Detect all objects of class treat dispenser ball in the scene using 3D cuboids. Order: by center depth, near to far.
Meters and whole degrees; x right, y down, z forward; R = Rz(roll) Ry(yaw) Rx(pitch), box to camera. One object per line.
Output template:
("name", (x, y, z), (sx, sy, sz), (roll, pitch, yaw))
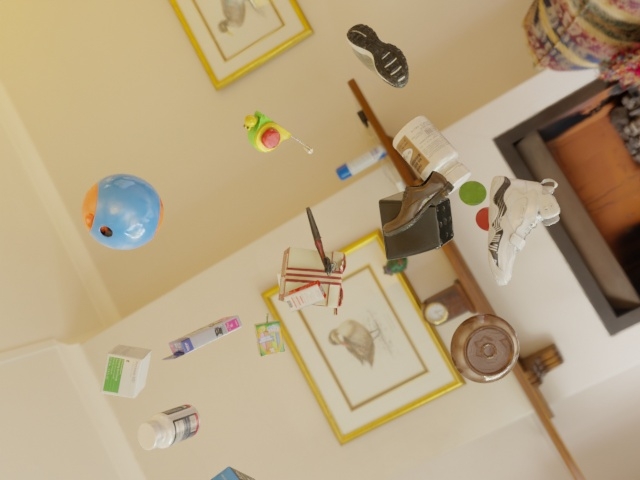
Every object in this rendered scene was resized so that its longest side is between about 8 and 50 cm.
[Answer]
("treat dispenser ball", (-0.738, -0.107, 1.878), (0.288, 0.288, 0.288), (57, -170, -16))

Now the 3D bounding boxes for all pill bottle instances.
("pill bottle", (0.337, -0.251, 1.504), (0.229, 0.131, 0.131), (51, -173, 14))
("pill bottle", (-0.477, 0.590, 1.576), (0.180, 0.108, 0.108), (5, -125, -59))

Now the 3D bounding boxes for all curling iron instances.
("curling iron", (0.000, 0.000, 1.886), (0.035, 0.068, 0.273), (-12, -102, -38))

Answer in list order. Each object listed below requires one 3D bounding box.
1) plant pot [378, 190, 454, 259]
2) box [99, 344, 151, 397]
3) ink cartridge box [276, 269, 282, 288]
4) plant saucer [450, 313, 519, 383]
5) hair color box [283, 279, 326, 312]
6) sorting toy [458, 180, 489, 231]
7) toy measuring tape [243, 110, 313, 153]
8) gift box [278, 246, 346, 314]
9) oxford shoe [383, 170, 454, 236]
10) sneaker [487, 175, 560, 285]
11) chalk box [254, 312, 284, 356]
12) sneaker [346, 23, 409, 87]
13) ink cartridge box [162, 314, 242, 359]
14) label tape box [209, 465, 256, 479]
("plant pot", (0.303, -0.052, 1.526), (0.188, 0.167, 0.187), (-24, -72, -55))
("box", (-0.482, 0.323, 1.243), (0.102, 0.087, 0.101), (-166, 87, -84))
("ink cartridge box", (-0.078, 0.212, 2.591), (0.233, 0.168, 0.171), (-29, -63, -42))
("plant saucer", (0.466, 0.306, 1.401), (0.198, 0.199, 0.036), (60, 178, -1))
("hair color box", (-0.057, 0.206, 1.852), (0.043, 0.141, 0.072), (-70, -44, -70))
("sorting toy", (0.733, -0.184, 2.392), (0.126, 0.127, 0.365), (66, 179, -68))
("toy measuring tape", (-0.158, -0.349, 1.772), (0.330, 0.121, 0.121), (24, -145, -51))
("gift box", (-0.025, 0.164, 2.045), (0.276, 0.258, 0.255), (176, 101, -80))
("oxford shoe", (0.250, -0.104, 1.382), (0.096, 0.227, 0.083), (45, -171, -7))
("sneaker", (0.655, -0.035, 1.611), (0.137, 0.210, 0.365), (25, -112, -63))
("chalk box", (-0.279, 0.495, 2.668), (0.132, 0.132, 0.212), (148, 112, -77))
("sneaker", (0.194, -0.590, 1.627), (0.271, 0.100, 0.108), (52, 179, 21))
("ink cartridge box", (-0.494, 0.398, 2.053), (0.186, 0.311, 0.065), (-21, 94, 57))
("label tape box", (-0.250, 0.883, 1.656), (0.241, 0.106, 0.333), (35, 163, 37))
